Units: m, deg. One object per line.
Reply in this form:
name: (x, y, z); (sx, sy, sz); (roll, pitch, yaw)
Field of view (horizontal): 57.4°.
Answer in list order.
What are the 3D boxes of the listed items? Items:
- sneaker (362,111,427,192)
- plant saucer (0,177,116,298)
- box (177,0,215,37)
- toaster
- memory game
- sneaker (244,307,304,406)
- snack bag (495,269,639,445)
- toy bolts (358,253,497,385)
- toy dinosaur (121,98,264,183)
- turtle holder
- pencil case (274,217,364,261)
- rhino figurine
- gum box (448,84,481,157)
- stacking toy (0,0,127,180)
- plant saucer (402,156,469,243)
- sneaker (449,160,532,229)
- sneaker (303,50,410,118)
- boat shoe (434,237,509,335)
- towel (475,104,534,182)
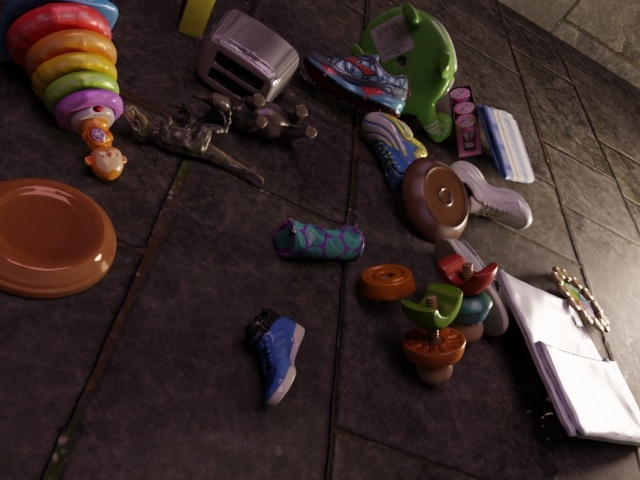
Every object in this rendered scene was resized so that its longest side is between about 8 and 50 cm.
sneaker: (0.172, -0.188, 1.305); (0.240, 0.091, 0.126); (42, 41, 5)
plant saucer: (-0.375, -0.014, 0.786); (0.200, 0.037, 0.200); (20, 43, -19)
box: (-0.243, -0.554, 1.241); (0.058, 0.232, 0.087); (13, 45, -26)
toaster: (-0.148, -0.366, 1.218); (0.227, 0.129, 0.146); (33, 44, -8)
memory game: (0.595, 0.133, 1.336); (0.186, 0.012, 0.186); (32, 31, -22)
sneaker: (-0.076, 0.157, 0.820); (0.084, 0.058, 0.152); (34, 36, -13)
snack bag: (0.496, 0.227, 1.137); (0.323, 0.037, 0.342); (20, 42, -37)
toy bolts: (0.195, 0.131, 1.027); (0.228, 0.158, 0.218); (-21, 25, -35)
toy dinosaur: (-0.219, -0.191, 1.050); (0.268, 0.064, 0.118); (20, 57, -20)
turtle holder: (0.248, -0.431, 1.480); (0.320, 0.243, 0.227); (39, 22, 9)
pencil case: (0.000, 0.000, 1.022); (0.152, 0.064, 0.070); (6, 74, -32)
rhino figurine: (-0.134, -0.245, 1.138); (0.243, 0.106, 0.073); (10, 88, -27)
gum box: (0.386, -0.317, 1.560); (0.062, 0.107, 0.188); (-8, 44, 12)
stacking toy: (-0.381, -0.232, 0.927); (0.175, 0.166, 0.302); (-11, 74, -46)
plant saucer: (0.259, -0.091, 1.258); (0.199, 0.036, 0.198); (11, 71, -34)
sneaker: (0.385, -0.085, 1.378); (0.232, 0.090, 0.115); (33, 46, 9)
sneaker: (0.088, -0.386, 1.375); (0.262, 0.104, 0.125); (28, 81, 1)
boat shoe: (0.314, 0.083, 1.158); (0.081, 0.079, 0.227); (-5, 52, -33)
towel: (0.492, -0.250, 1.546); (0.285, 0.034, 0.209); (-7, 79, -57)
